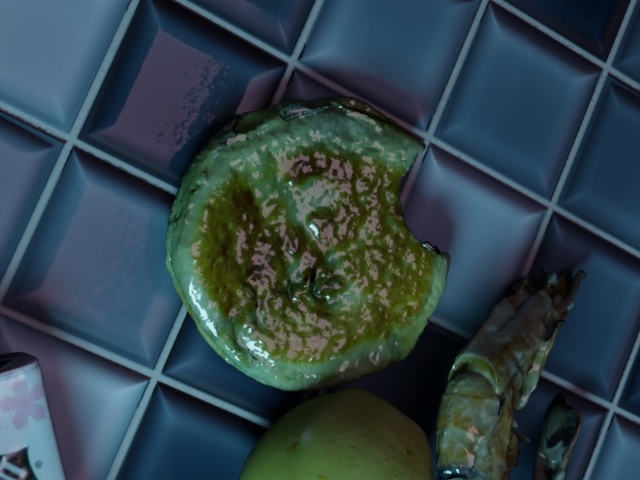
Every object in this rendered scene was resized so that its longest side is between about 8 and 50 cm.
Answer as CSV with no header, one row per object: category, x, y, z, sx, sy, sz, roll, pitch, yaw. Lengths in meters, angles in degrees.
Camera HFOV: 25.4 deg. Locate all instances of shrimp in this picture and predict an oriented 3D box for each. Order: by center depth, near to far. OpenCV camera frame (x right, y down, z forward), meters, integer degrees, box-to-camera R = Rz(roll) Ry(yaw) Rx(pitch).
shrimp,0.207,0.171,1.435,0.247,0.085,0.360,58,44,-37

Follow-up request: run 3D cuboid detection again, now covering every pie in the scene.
pie,-0.007,0.003,1.373,0.303,0.067,0.302,0,91,-24

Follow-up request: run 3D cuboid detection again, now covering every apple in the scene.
apple,0.018,0.239,1.326,0.200,0.200,0.200,-1,91,-24

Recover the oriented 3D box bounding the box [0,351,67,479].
box,-0.294,0.297,1.225,0.190,0.112,0.369,-16,97,-22
